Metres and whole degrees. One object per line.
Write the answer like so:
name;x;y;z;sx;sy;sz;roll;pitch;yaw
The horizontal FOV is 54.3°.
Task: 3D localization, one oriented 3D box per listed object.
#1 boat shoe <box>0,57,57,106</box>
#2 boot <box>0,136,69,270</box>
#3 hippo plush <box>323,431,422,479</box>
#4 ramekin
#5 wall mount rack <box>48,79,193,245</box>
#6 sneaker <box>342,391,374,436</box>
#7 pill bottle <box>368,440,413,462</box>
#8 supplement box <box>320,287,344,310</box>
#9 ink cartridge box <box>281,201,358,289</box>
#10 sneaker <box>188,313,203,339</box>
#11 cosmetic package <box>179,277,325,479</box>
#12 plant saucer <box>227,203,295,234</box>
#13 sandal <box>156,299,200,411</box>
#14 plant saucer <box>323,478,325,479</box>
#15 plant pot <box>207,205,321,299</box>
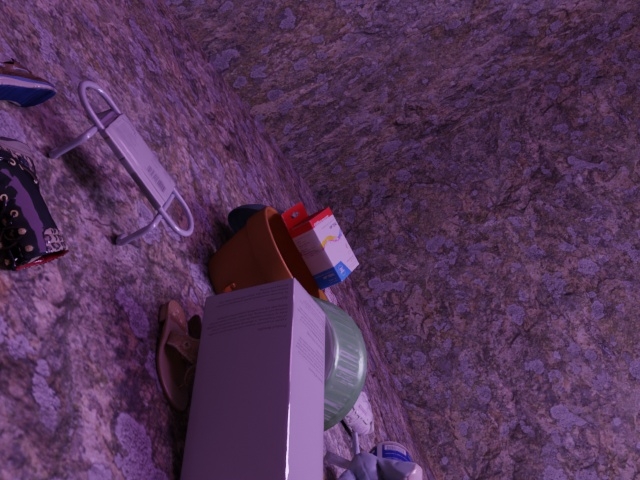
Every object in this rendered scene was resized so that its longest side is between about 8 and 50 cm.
boat shoe;-0.517;-0.274;1.060;0.066;0.066;0.183;61;9;-2
boot;-0.432;-0.050;0.822;0.178;0.085;0.236;65;9;1
hippo plush;0.130;0.690;1.598;0.294;0.234;0.236;7;-66;49
ramekin;-0.069;0.245;1.292;0.148;0.303;0.303;45;19;-60
wall mount rack;-0.392;-0.151;1.251;0.350;0.130;0.304;59;13;-22
sneaker;0.110;0.541;2.017;0.305;0.114;0.152;50;14;-54
pill bottle;0.210;0.736;1.890;0.153;0.153;0.264;61;10;-6
supplement box;-0.050;0.212;1.839;0.191;0.194;0.129;60;10;-14
ink cartridge box;0.000;0.000;1.693;0.231;0.078;0.134;62;30;-7
sneaker;-0.236;0.211;1.286;0.067;0.042;0.118;51;12;-39
cosmetic package;-0.106;0.267;1.078;0.155;0.197;0.365;54;30;-48
plant saucer;-0.126;-0.014;1.860;0.317;0.318;0.043;54;53;-43
sandal;-0.247;0.193;1.155;0.088;0.079;0.240;54;12;-43
plant saucer;-0.036;0.564;1.248;0.332;0.081;0.333;55;11;-35
plant pot;-0.152;0.085;1.613;0.291;0.203;0.291;59;9;-15
